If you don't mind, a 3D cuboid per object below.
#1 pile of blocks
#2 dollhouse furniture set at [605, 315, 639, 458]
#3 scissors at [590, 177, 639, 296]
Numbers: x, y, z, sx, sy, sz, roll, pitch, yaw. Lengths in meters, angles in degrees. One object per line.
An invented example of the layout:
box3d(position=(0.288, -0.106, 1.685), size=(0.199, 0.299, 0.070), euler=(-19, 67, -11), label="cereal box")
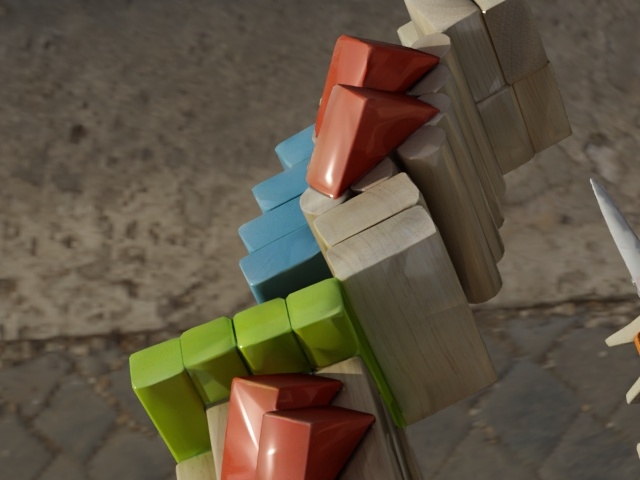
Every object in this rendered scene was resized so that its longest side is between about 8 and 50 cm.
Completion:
box3d(position=(0.000, 0.000, 0.735), size=(0.149, 0.112, 0.362), euler=(-5, 42, 24), label="pile of blocks")
box3d(position=(0.404, 0.162, 1.564), size=(0.135, 0.259, 0.262), euler=(-50, 51, 52), label="dollhouse furniture set")
box3d(position=(0.249, 0.046, 1.405), size=(0.109, 0.021, 0.297), euler=(-28, 44, -12), label="scissors")
